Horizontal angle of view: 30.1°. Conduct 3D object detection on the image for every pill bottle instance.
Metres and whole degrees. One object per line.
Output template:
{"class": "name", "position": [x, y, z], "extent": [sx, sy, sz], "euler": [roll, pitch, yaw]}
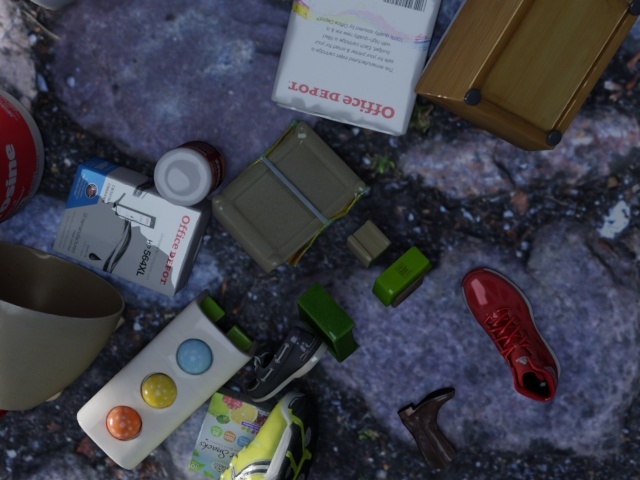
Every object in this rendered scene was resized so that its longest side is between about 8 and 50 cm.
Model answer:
{"class": "pill bottle", "position": [-0.561, -0.097, 1.678], "extent": [0.229, 0.408, 0.229], "euler": [2, 102, 7]}
{"class": "pill bottle", "position": [-0.188, -0.103, 1.762], "extent": [0.086, 0.152, 0.086], "euler": [1, 102, 6]}

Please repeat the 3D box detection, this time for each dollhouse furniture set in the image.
{"class": "dollhouse furniture set", "position": [0.000, 0.000, 1.807], "extent": [0.197, 0.151, 0.301], "euler": [-41, 76, -7]}

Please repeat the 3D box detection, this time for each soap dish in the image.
{"class": "soap dish", "position": [0.296, -0.277, 1.639], "extent": [0.229, 0.118, 0.291], "euler": [23, 105, -33]}

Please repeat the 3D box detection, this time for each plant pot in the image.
{"class": "plant pot", "position": [-0.458, 0.139, 1.776], "extent": [0.284, 0.284, 0.191], "euler": [22, 102, 2]}

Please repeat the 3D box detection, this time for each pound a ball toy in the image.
{"class": "pound a ball toy", "position": [-0.283, 0.206, 1.848], "extent": [0.319, 0.136, 0.208], "euler": [-43, 94, 12]}

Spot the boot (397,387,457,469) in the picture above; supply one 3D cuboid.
{"class": "boot", "position": [0.189, 0.295, 1.858], "extent": [0.106, 0.037, 0.114], "euler": [-29, 94, 25]}

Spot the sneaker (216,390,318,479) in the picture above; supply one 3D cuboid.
{"class": "sneaker", "position": [-0.127, 0.400, 1.825], "extent": [0.147, 0.145, 0.385], "euler": [25, 89, 21]}

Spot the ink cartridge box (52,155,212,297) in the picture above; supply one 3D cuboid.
{"class": "ink cartridge box", "position": [-0.285, -0.021, 1.825], "extent": [0.203, 0.086, 0.148], "euler": [21, 103, 3]}

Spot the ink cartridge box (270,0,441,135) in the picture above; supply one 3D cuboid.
{"class": "ink cartridge box", "position": [0.062, -0.311, 1.706], "extent": [0.201, 0.117, 0.278], "euler": [15, 103, 4]}

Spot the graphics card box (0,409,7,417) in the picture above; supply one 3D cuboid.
{"class": "graphics card box", "position": [-0.672, 0.183, 1.913], "extent": [0.371, 0.094, 0.233], "euler": [45, 103, -3]}

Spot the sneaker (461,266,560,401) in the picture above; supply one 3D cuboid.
{"class": "sneaker", "position": [0.290, 0.142, 1.767], "extent": [0.087, 0.128, 0.221], "euler": [-39, 96, 12]}

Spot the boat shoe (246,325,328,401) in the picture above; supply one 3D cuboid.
{"class": "boat shoe", "position": [-0.065, 0.184, 1.813], "extent": [0.065, 0.075, 0.206], "euler": [41, 140, -9]}

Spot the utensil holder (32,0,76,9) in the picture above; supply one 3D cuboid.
{"class": "utensil holder", "position": [-0.285, -0.540, 1.600], "extent": [0.385, 0.327, 0.328], "euler": [-28, 97, 14]}

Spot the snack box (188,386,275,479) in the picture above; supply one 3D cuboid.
{"class": "snack box", "position": [-0.142, 0.314, 1.902], "extent": [0.100, 0.037, 0.141], "euler": [20, 103, 3]}
